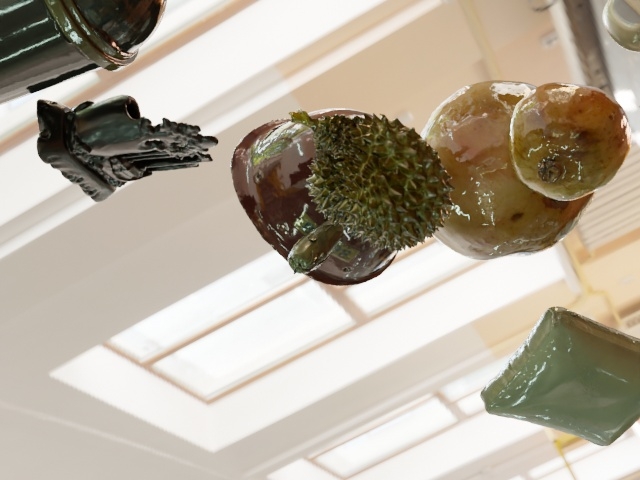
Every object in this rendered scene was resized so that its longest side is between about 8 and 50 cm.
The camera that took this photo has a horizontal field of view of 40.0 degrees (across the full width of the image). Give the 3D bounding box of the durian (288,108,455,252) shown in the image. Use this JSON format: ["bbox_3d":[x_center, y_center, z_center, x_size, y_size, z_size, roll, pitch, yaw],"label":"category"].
[{"bbox_3d":[0.047,-0.069,0.927,0.208,0.146,0.102,42,-138,-6],"label":"durian"}]

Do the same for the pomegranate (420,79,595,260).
[{"bbox_3d":[0.375,-0.148,1.876,0.411,0.412,0.411,58,-169,-18],"label":"pomegranate"}]

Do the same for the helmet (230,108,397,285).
[{"bbox_3d":[0.051,-0.120,1.643,0.385,0.230,0.337,36,-126,-13],"label":"helmet"}]

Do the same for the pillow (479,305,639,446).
[{"bbox_3d":[0.487,0.262,1.640,0.322,0.255,0.119,20,-150,-24],"label":"pillow"}]

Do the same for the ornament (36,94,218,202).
[{"bbox_3d":[-0.270,-0.145,1.342,0.251,0.261,0.106,58,-150,-72],"label":"ornament"}]

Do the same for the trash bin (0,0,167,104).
[{"bbox_3d":[-0.356,-0.308,1.169,0.214,0.334,0.214,-19,-90,-77],"label":"trash bin"}]

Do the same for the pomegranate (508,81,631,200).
[{"bbox_3d":[0.430,-0.175,1.554,0.215,0.215,0.215,58,-169,-18],"label":"pomegranate"}]

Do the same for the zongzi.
[{"bbox_3d":[0.000,0.000,1.451,0.055,0.119,0.109,43,-160,4],"label":"zongzi"}]

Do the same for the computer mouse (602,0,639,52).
[{"bbox_3d":[0.558,-0.383,1.369,0.082,0.236,0.145,41,-163,-44],"label":"computer mouse"}]
